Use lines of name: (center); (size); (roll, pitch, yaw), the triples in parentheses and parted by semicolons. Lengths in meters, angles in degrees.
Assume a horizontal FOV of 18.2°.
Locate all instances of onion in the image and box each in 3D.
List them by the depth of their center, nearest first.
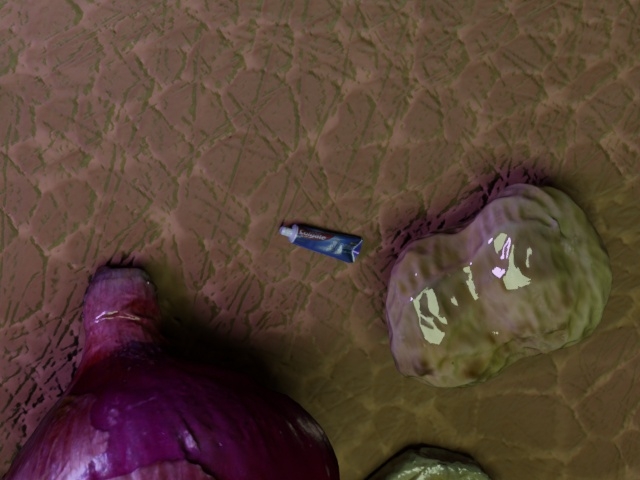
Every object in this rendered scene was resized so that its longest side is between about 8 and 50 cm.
onion: (-0.153, 0.207, 1.877); (0.347, 0.348, 0.385); (-13, 79, -2)

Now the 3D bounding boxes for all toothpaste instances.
toothpaste: (0.000, 0.000, 1.921); (0.083, 0.019, 0.027); (16, 93, -20)

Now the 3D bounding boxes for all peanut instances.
peanut: (0.168, 0.052, 1.928); (0.233, 0.110, 0.197); (-25, 127, 6)

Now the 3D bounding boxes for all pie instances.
pie: (0.107, 0.307, 2.112); (0.195, 0.046, 0.195); (-4, 120, -6)
